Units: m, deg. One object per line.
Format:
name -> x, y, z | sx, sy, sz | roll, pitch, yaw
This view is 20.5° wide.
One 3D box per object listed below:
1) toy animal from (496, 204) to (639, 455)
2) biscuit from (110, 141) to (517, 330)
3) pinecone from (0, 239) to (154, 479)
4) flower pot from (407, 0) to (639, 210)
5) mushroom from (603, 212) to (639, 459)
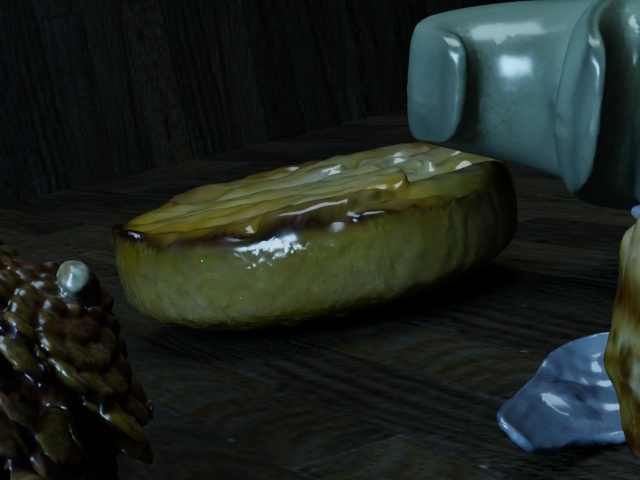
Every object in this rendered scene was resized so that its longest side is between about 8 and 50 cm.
toy animal -> 0.203, 0.043, 0.812 | 0.239, 0.176, 0.255 | -13, 42, 13
biscuit -> 0.000, 0.000, 1.275 | 0.296, 0.102, 0.296 | -12, 11, 2
pinecone -> -0.162, 0.080, 0.822 | 0.173, 0.174, 0.173 | -11, 8, 2
flower pot -> 0.262, -0.097, 1.184 | 0.367, 0.165, 0.254 | -6, 17, -32
mushroom -> 0.245, 0.014, 0.346 | 0.345, 0.239, 0.345 | -40, 15, 13
